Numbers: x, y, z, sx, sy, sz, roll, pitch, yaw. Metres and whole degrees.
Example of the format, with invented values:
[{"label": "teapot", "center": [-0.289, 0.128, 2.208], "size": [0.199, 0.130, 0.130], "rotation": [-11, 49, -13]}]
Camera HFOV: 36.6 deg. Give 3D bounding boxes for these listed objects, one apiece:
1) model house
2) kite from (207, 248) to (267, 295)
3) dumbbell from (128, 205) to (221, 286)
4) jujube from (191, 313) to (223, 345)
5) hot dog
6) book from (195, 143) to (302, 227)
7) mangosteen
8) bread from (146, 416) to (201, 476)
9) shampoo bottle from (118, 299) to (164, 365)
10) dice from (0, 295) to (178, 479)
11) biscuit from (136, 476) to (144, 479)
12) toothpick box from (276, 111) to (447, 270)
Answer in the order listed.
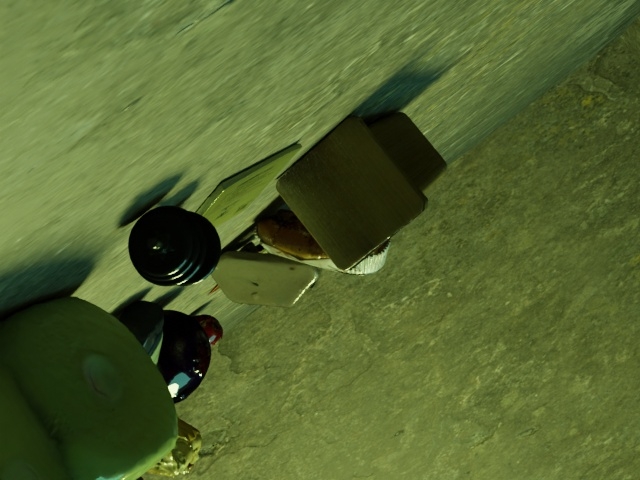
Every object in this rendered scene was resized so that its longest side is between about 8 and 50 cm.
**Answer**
[{"label": "model house", "center": [-0.085, 0.049, 1.902], "size": [0.229, 0.122, 0.188], "rotation": [2, -158, 20]}, {"label": "kite", "center": [-0.138, 0.037, 2.282], "size": [0.327, 0.013, 0.377], "rotation": [-37, 177, 6]}, {"label": "dumbbell", "center": [-0.181, 0.008, 1.205], "size": [0.099, 0.099, 0.208], "rotation": [-37, 174, 3]}, {"label": "jujube", "center": [-0.325, 0.244, 2.450], "size": [0.166, 0.104, 0.104], "rotation": [-28, 180, 26]}, {"label": "hot dog", "center": [0.000, 0.000, 1.757], "size": [0.144, 0.268, 0.075], "rotation": [-35, 132, -54]}, {"label": "book", "center": [-0.125, -0.063, 1.424], "size": [0.168, 0.013, 0.192], "rotation": [-33, 174, -41]}, {"label": "mangosteen", "center": [-0.330, 0.234, 1.917], "size": [0.231, 0.194, 0.194], "rotation": [-9, -173, 23]}, {"label": "bread", "center": [-0.473, 0.451, 2.262], "size": [0.314, 0.370, 0.191], "rotation": [-28, 133, -81]}, {"label": "shampoo bottle", "center": [-0.351, 0.277, 1.750], "size": [0.134, 0.078, 0.359], "rotation": [-62, 171, -54]}, {"label": "dice", "center": [-0.355, 0.236, 1.228], "size": [0.250, 0.252, 0.254], "rotation": [-39, 173, 20]}, {"label": "biscuit", "center": [-0.598, 0.562, 2.217], "size": [0.394, 0.350, 0.070], "rotation": [1, 108, -50]}, {"label": "toothpick box", "center": [0.093, -0.106, 1.650], "size": [0.187, 0.190, 0.308], "rotation": [-41, 178, 24]}]
